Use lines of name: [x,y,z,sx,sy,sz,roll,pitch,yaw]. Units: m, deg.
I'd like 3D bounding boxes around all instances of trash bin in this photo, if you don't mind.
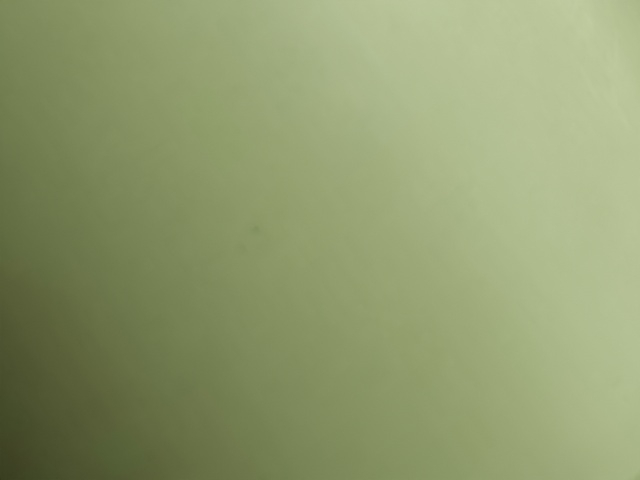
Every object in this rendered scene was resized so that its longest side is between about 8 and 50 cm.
trash bin: [-0.082,-0.073,0.442,0.432,0.280,0.280,60,27,-18]
